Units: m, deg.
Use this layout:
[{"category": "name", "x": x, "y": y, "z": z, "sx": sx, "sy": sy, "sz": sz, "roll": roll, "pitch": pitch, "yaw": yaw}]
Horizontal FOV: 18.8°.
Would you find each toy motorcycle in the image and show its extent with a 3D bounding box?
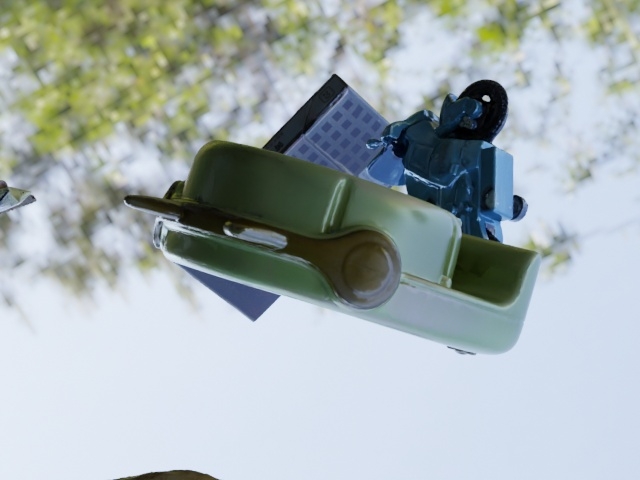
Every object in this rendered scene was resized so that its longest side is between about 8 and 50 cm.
[{"category": "toy motorcycle", "x": 0.133, "y": -0.040, "z": 2.135, "sx": 0.182, "sy": 0.123, "sz": 0.272, "roll": -14, "pitch": -115, "yaw": 39}]

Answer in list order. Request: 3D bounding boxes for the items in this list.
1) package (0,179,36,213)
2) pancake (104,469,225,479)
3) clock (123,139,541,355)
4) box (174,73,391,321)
[{"category": "package", "x": -0.375, "y": -0.036, "z": 2.104, "sx": 0.108, "sy": 0.031, "sz": 0.121, "roll": -19, "pitch": 174, "yaw": 5}, {"category": "pancake", "x": -0.173, "y": 0.316, "z": 1.993, "sx": 0.257, "sy": 0.212, "sz": 0.056, "roll": -43, "pitch": -179, "yaw": 7}, {"category": "clock", "x": 0.000, "y": 0.000, "z": 1.702, "sx": 0.286, "sy": 0.348, "sz": 0.117, "roll": 15, "pitch": -93, "yaw": 42}, {"category": "box", "x": -0.035, "y": -0.053, "z": 2.557, "sx": 0.325, "sy": 0.180, "sz": 0.047, "roll": -45, "pitch": -138, "yaw": 6}]
